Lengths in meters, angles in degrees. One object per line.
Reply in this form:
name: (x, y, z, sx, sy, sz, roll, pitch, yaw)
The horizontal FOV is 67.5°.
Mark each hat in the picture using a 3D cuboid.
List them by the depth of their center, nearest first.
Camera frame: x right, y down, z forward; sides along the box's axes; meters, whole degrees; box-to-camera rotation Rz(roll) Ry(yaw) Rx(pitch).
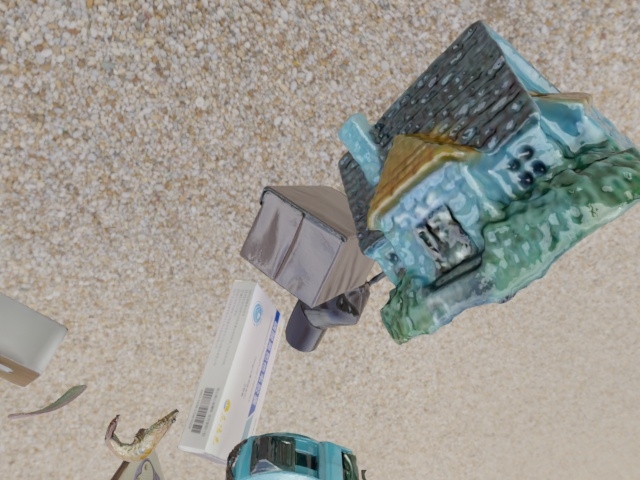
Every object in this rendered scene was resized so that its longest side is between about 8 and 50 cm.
hat: (0.057, 0.172, 1.272, 0.238, 0.209, 0.336, -8, 115, -53)

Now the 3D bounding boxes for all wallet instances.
wallet: (-0.492, 0.691, 1.259, 0.068, 0.335, 0.274, -7, 108, 7)

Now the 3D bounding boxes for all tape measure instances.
tape measure: (-0.038, 0.268, 0.512, 0.146, 0.081, 0.125, 22, 120, -15)

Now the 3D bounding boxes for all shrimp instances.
shrimp: (-0.297, 0.314, 0.801, 0.127, 0.025, 0.091, -38, 105, -4)

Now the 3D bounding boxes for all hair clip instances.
hair clip: (-0.478, 0.289, 0.848, 0.054, 0.022, 0.137, -18, 178, 20)

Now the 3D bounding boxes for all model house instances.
model house: (0.132, -0.074, 0.473, 0.226, 0.241, 0.261, -24, 166, -50)

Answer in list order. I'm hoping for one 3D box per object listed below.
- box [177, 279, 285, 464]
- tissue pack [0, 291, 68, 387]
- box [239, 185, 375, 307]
box: (-0.171, 0.281, 1.008, 0.065, 0.343, 0.200, 3, 148, 18)
tissue pack: (-0.796, 0.238, 1.194, 0.246, 0.136, 0.159, 37, 132, -24)
box: (0.000, 0.000, 0.924, 0.153, 0.188, 0.252, -63, 162, 17)
